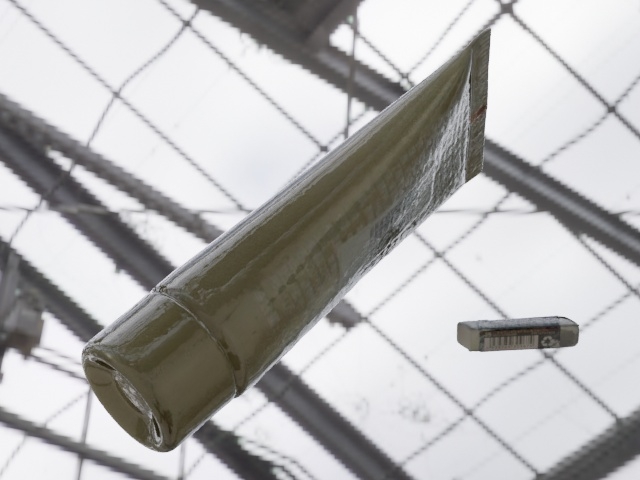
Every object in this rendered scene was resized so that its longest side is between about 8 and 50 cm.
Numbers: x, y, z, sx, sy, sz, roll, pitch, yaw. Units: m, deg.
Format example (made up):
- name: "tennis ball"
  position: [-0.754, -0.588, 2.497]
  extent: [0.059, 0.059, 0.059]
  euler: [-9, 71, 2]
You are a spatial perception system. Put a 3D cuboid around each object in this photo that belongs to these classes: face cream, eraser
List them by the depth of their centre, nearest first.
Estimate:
- name: "face cream"
  position: [0.000, 0.000, 0.938]
  extent: [0.084, 0.341, 0.137]
  euler: [33, -32, 29]
- name: "eraser"
  position: [0.162, 0.076, 1.204]
  extent: [0.099, 0.019, 0.027]
  euler: [-4, -54, 1]
